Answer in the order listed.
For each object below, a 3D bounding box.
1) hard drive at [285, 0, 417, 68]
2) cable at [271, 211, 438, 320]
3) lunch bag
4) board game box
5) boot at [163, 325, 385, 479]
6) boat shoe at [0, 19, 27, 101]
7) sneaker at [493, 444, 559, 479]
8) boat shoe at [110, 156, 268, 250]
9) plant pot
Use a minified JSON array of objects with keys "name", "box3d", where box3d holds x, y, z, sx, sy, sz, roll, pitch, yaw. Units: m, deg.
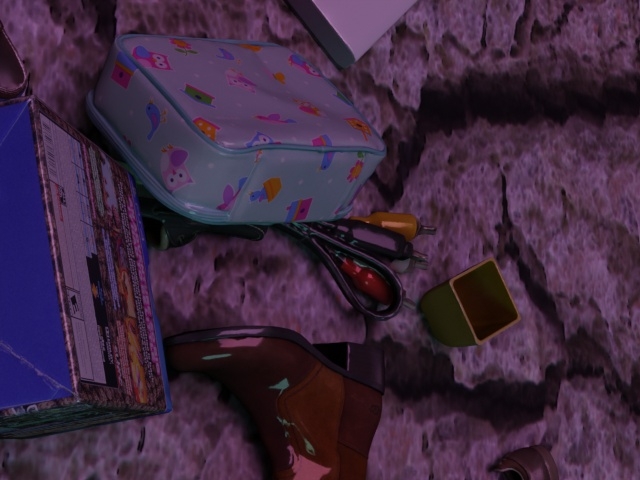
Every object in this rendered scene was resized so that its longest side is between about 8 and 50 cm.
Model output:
[{"name":"hard drive","box3d":[0.055,-0.374,1.567,0.203,0.040,0.307,51,53,-12]},{"name":"cable","box3d":[0.000,0.000,1.417,0.287,0.072,0.139,20,73,-16]},{"name":"lunch bag","box3d":[-0.083,-0.116,1.283,0.279,0.107,0.224,-4,40,-50]},{"name":"board game box","box3d":[-0.239,0.039,1.054,0.141,0.291,0.232,-12,79,5]},{"name":"boot","box3d":[-0.053,0.233,1.290,0.264,0.096,0.280,16,74,-40]},{"name":"boat shoe","box3d":[-0.339,-0.207,1.202,0.183,0.066,0.066,50,59,-22]},{"name":"sneaker","box3d":[0.252,0.336,1.483,0.071,0.066,0.188,-11,76,-21]},{"name":"boat shoe","box3d":[-0.157,-0.025,1.284,0.224,0.080,0.073,16,72,-26]},{"name":"plant pot","box3d":[0.165,0.078,1.476,0.081,0.083,0.081,-25,90,-38]}]
